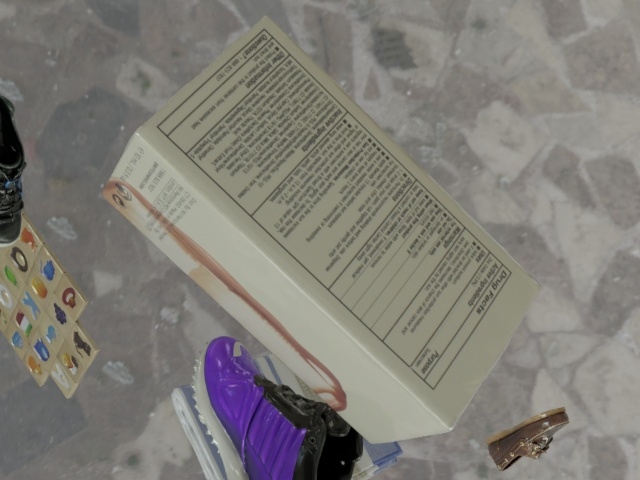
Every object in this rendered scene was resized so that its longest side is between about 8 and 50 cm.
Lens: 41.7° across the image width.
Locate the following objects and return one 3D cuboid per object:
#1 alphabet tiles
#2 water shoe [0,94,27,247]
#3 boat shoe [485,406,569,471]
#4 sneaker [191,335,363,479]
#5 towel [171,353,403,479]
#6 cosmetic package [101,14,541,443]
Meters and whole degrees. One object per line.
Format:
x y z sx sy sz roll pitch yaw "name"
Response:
-0.475 0.082 1.347 0.011 0.285 0.342 -27 73 -44 "alphabet tiles"
-0.402 -0.082 1.033 0.073 0.080 0.203 -20 116 -38 "water shoe"
0.392 0.372 1.566 0.073 0.207 0.073 -1 61 -30 "boat shoe"
-0.030 0.199 0.862 0.146 0.102 0.293 -33 48 9 "sneaker"
-0.038 0.245 1.090 0.285 0.034 0.209 -14 67 -42 "towel"
0.000 0.000 0.643 0.296 0.129 0.153 45 60 -5 "cosmetic package"
